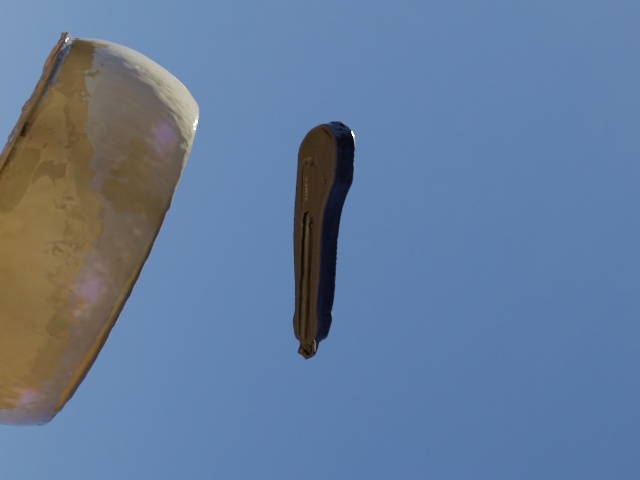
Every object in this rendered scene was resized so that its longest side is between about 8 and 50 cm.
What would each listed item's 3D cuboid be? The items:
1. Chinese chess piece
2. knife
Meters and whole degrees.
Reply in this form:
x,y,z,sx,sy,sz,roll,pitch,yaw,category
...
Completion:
x,y,z,sx,sy,sz,roll,pitch,yaw,category
-0.184,-0.007,1.098,0.270,0.112,0.270,-58,-166,23,Chinese chess piece
0.000,0.000,0.819,0.031,0.018,0.121,9,-80,43,knife
